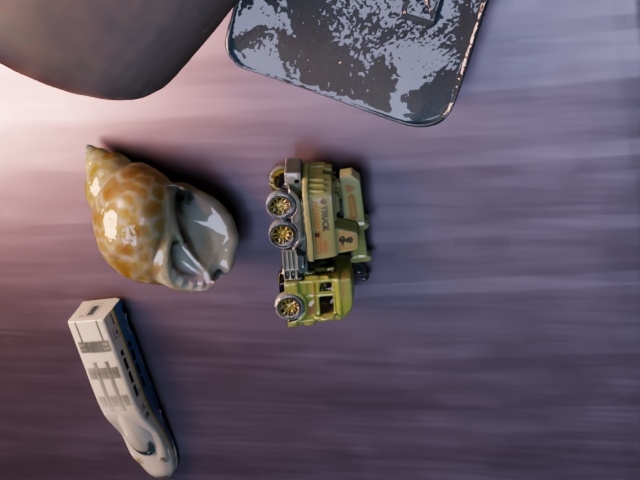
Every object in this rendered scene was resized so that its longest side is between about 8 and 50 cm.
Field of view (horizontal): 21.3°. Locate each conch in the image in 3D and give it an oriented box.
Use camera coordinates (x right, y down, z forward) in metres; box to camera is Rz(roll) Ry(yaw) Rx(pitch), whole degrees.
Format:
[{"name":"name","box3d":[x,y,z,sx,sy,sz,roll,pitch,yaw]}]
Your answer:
[{"name":"conch","box3d":[-0.170,-0.013,1.729,0.173,0.106,0.116,16,103,-13]}]

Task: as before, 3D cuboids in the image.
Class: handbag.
[{"name":"handbag","box3d":[0.035,-0.216,1.574,0.229,0.062,0.179,20,122,5]}]

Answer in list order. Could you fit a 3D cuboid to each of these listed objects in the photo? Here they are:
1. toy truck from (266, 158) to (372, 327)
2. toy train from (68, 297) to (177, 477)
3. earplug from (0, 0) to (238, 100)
[{"name":"toy truck","box3d":[0.000,0.000,1.700,0.100,0.077,0.169,-3,114,3]},{"name":"toy train","box3d":[-0.213,0.175,1.873,0.052,0.051,0.234,-5,116,24]},{"name":"earplug","box3d":[-0.142,-0.351,1.405,0.312,0.312,0.394,41,121,-7]}]
